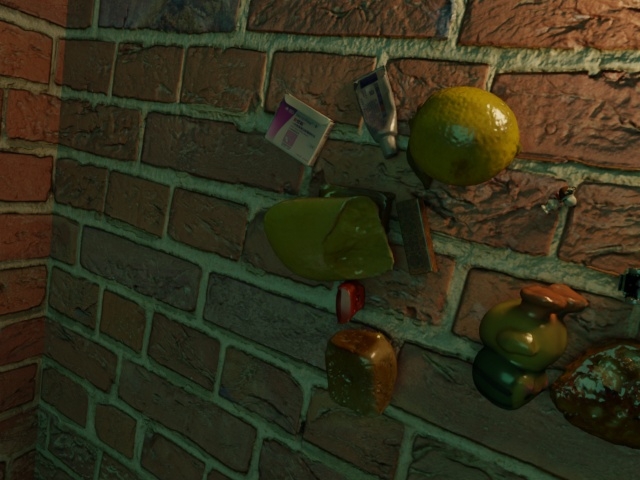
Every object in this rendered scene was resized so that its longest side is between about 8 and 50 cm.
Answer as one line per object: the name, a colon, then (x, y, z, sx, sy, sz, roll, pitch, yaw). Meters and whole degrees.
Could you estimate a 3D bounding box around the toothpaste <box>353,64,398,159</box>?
toothpaste: (0.175, -0.377, 1.277, 0.099, 0.068, 0.282, -12, 77, -2)

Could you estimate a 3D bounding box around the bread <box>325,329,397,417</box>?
bread: (0.128, 0.394, 1.297, 0.196, 0.176, 0.246, 10, 114, 37)

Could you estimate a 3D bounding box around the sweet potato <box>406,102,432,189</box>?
sweet potato: (0.280, -0.270, 1.227, 0.069, 0.059, 0.249, -4, 88, 8)

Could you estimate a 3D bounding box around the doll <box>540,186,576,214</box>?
doll: (0.603, -0.103, 1.079, 0.085, 0.040, 0.058, -14, 97, 28)

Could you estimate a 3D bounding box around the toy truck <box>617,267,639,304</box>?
toy truck: (0.785, 0.107, 0.957, 0.191, 0.116, 0.085, 6, 97, 37)

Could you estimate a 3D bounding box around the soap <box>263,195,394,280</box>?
soap: (-0.001, 0.002, 1.308, 0.428, 0.115, 0.306, -5, 126, 39)

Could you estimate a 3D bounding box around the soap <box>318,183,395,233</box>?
soap: (0.103, -0.098, 1.323, 0.233, 0.076, 0.134, 13, 101, 26)

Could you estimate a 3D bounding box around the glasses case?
glasses case: (0.283, -0.012, 1.249, 0.075, 0.049, 0.218, -12, 88, 35)

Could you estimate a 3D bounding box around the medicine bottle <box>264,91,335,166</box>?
medicine bottle: (-0.070, -0.364, 1.408, 0.201, 0.052, 0.171, 37, 109, 19)

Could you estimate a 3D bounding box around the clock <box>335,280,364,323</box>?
clock: (0.091, 0.185, 1.309, 0.061, 0.155, 0.113, 2, 95, 19)

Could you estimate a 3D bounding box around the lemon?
lemon: (0.356, -0.262, 1.081, 0.268, 0.267, 0.267, 2, 95, 28)

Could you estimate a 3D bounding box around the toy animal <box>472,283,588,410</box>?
toy animal: (0.500, 0.260, 1.082, 0.191, 0.216, 0.338, 36, 116, 50)

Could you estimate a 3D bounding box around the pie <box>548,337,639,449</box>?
pie: (0.731, 0.363, 1.020, 0.309, 0.085, 0.308, 3, 96, 23)
